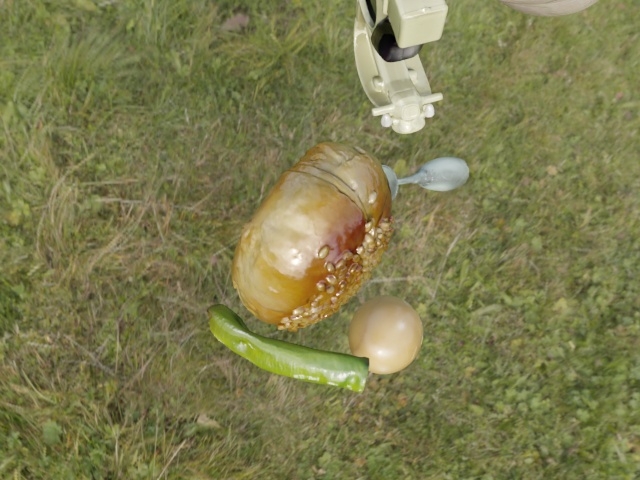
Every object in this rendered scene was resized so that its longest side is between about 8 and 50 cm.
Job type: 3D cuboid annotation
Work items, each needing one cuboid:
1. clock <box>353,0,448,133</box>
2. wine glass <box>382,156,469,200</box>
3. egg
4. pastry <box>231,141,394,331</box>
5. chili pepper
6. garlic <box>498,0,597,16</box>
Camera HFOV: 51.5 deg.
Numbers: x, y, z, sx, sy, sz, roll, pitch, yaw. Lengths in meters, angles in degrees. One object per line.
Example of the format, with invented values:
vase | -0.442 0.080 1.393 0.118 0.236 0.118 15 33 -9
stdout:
clock | 0.116 -0.339 1.078 0.120 0.379 0.276 -14 69 -1
wine glass | 0.215 -0.133 1.792 0.309 0.264 0.096 -13 77 -42
egg | 0.170 0.257 1.778 0.201 0.201 0.244 39 25 7
pastry | 0.000 0.000 1.351 0.245 0.409 0.409 36 59 10
chili pepper | -0.043 0.118 0.713 0.201 0.052 0.050 17 81 20
garlic | 0.209 -0.329 0.664 0.228 0.152 0.228 39 31 -29
